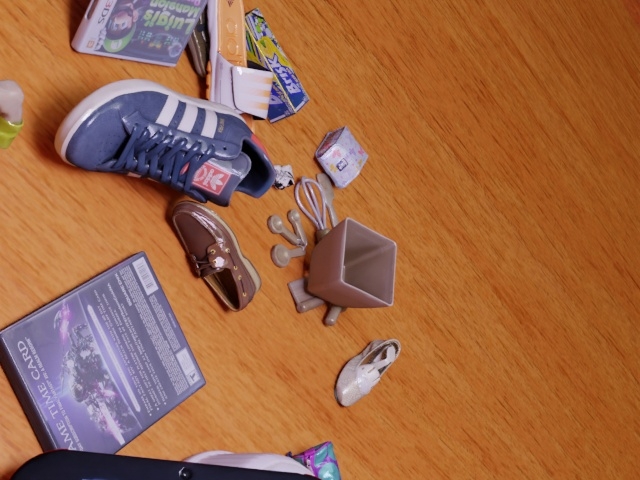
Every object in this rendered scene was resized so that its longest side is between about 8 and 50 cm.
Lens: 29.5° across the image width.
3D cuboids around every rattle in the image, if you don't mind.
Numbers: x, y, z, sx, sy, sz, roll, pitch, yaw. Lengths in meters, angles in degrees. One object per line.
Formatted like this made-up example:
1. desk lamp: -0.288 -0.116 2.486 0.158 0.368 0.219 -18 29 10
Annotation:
1. rattle: -0.439 -0.148 1.340 0.200 0.130 0.142 -23 82 -29

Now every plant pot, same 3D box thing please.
1. plant pot: 0.041 0.045 1.838 0.109 0.096 0.109 28 55 -36

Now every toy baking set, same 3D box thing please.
1. toy baking set: 0.003 0.006 1.908 0.196 0.030 0.256 57 37 -20

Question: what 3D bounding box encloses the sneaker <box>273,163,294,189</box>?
1. sneaker: -0.065 -0.095 1.859 0.083 0.032 0.037 -12 84 -55

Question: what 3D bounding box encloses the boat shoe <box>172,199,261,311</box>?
1. boat shoe: -0.145 0.023 1.666 0.178 0.064 0.060 56 35 -26

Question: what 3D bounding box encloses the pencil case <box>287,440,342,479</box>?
1. pencil case: 0.005 0.363 1.711 0.070 0.064 0.151 3 71 -70

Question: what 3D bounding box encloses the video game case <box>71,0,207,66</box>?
1. video game case: -0.228 -0.321 1.642 0.022 0.173 0.190 41 23 28

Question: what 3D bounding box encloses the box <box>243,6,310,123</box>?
1. box: -0.087 -0.271 1.894 0.169 0.054 0.059 59 36 -16

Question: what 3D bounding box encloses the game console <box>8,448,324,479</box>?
1. game console: -0.158 0.401 1.277 0.387 0.060 0.342 7 60 -7

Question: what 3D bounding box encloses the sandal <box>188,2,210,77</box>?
1. sandal: -0.188 -0.327 1.793 0.072 0.049 0.180 -23 109 -54

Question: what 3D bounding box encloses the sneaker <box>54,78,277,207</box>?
1. sneaker: -0.182 -0.112 1.581 0.148 0.131 0.350 47 27 24

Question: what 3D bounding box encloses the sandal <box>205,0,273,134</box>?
1. sandal: -0.115 -0.258 1.788 0.102 0.076 0.265 -14 101 -58

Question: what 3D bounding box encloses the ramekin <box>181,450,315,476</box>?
1. ramekin: -0.082 0.389 1.523 0.273 0.127 0.272 28 53 -44

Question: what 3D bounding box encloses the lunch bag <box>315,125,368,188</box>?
1. lunch bag: 0.033 -0.134 1.998 0.071 0.053 0.083 53 45 -21

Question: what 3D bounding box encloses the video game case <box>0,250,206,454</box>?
1. video game case: -0.261 0.148 1.482 0.274 0.026 0.196 -34 103 -54

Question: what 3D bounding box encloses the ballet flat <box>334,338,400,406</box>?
1. ballet flat: 0.076 0.198 1.898 0.057 0.052 0.168 61 36 -14
